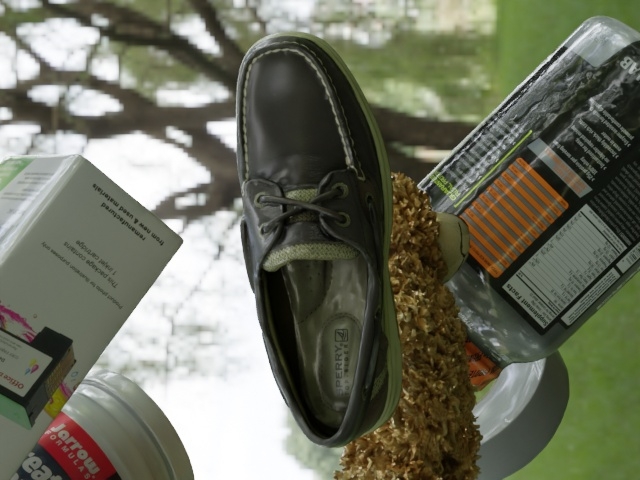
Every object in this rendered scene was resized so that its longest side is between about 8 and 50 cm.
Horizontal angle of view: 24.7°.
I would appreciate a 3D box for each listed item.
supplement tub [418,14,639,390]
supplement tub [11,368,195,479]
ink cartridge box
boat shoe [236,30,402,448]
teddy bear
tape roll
[{"bbox_3d":[0.200,-0.028,1.299,0.193,0.316,0.193,45,-175,-5],"label":"supplement tub"},{"bbox_3d":[-0.271,0.258,1.365,0.272,0.191,0.191,-34,-44,-35],"label":"supplement tub"},{"bbox_3d":[-0.264,0.072,1.167,0.278,0.117,0.201,-55,24,-15],"label":"ink cartridge box"},{"bbox_3d":[0.000,0.000,0.525,0.049,0.056,0.152,-39,-64,-79],"label":"boat shoe"},{"bbox_3d":[0.072,0.090,1.087,0.338,0.113,0.245,-88,-27,-49],"label":"teddy bear"},{"bbox_3d":[0.165,0.168,1.644,0.072,0.219,0.219,53,-151,-38],"label":"tape roll"}]
